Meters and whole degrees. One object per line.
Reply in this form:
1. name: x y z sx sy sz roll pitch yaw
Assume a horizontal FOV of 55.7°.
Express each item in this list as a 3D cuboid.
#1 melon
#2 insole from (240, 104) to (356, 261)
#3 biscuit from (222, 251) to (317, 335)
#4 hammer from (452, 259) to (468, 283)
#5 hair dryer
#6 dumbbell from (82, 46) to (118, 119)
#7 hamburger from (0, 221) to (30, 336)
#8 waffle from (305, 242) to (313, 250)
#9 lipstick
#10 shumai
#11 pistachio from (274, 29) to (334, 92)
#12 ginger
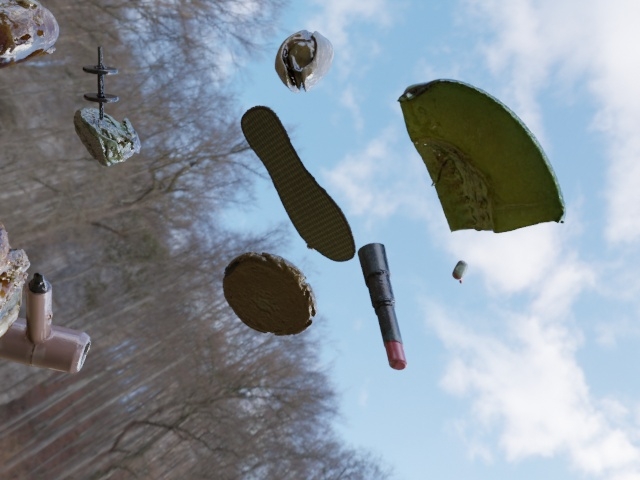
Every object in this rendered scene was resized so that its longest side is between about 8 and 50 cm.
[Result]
1. melon: 0.304 -0.177 1.246 0.343 0.226 0.331 69 -13 -18
2. insole: -0.031 -0.071 0.836 0.086 0.005 0.253 -22 -72 35
3. biscuit: -0.106 0.113 1.258 0.226 0.042 0.225 13 -51 17
4. hammer: 0.360 0.088 1.550 0.031 0.052 0.083 23 -21 28
5. hair dryer: -0.619 0.181 1.363 0.190 0.106 0.344 16 -42 -11
6. dumbbell: -0.450 -0.321 1.239 0.069 0.069 0.147 20 -66 29
7. hamburger: -0.678 0.076 1.092 0.245 0.260 0.211 15 -39 3
8. waffle: -0.001 -0.002 1.453 0.085 0.016 0.078 9 -94 26
9. lipstick: 0.112 0.116 1.061 0.053 0.054 0.234 -44 -135 43
10. shumai: -0.585 -0.305 1.688 0.184 0.142 0.184 37 -29 25
11. pistachio: -0.041 -0.464 1.575 0.138 0.238 0.153 1 -62 16
12. ginger: -0.764 -0.468 1.291 0.176 0.418 0.254 54 -37 19
